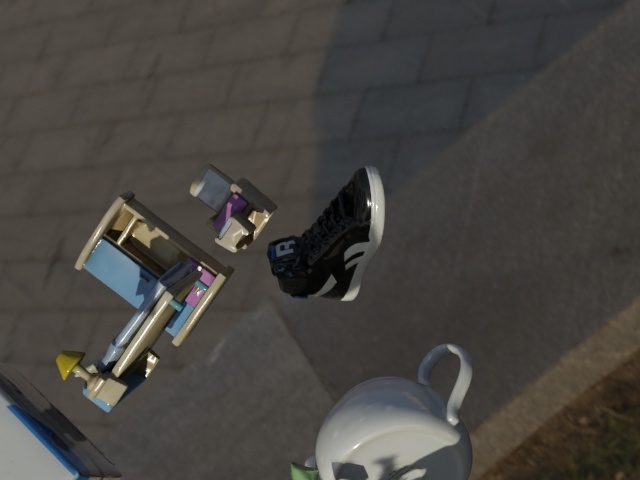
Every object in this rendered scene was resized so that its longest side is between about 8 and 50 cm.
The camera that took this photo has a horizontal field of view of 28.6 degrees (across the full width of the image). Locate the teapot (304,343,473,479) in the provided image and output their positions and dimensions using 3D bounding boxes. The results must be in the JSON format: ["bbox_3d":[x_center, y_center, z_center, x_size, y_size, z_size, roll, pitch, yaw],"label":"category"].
[{"bbox_3d":[0.105,0.294,1.908,0.256,0.253,0.187,-6,36,-5],"label":"teapot"}]

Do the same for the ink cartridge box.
[{"bbox_3d":[-0.257,0.172,1.037,0.148,0.203,0.086,43,81,8],"label":"ink cartridge box"}]

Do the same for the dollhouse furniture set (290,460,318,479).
[{"bbox_3d":[-0.014,0.377,1.822,0.058,0.076,0.151,-14,12,-37],"label":"dollhouse furniture set"}]

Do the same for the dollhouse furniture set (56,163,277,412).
[{"bbox_3d":[-0.250,0.034,1.718,0.286,0.198,0.303,-55,-3,19],"label":"dollhouse furniture set"}]

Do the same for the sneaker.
[{"bbox_3d":[0.000,0.000,1.493,0.121,0.217,0.079,-1,48,-15],"label":"sneaker"}]
